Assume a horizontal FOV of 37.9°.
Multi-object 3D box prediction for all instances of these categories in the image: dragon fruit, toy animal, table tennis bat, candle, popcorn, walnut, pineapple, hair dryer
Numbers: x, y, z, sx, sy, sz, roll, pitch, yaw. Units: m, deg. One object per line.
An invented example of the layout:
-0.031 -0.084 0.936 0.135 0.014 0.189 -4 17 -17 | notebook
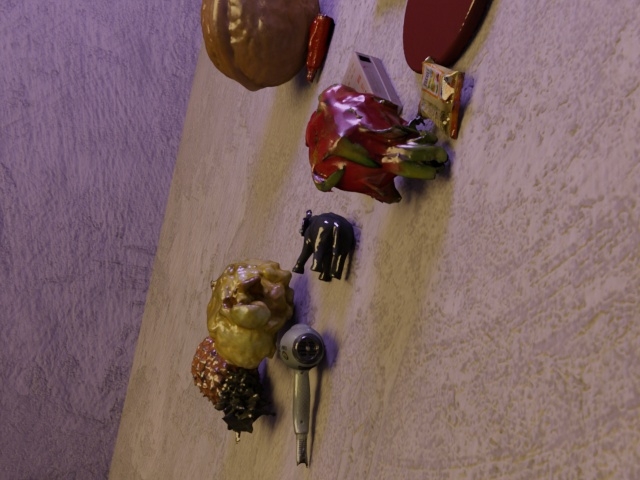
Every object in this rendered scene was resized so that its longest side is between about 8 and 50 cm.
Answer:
0.096 -0.162 1.557 0.200 0.269 0.198 -58 -36 -48 | dragon fruit
-0.003 0.009 1.853 0.269 0.082 0.137 -164 88 -74 | toy animal
0.228 -0.447 1.507 0.415 0.051 0.268 122 151 -48 | table tennis bat
-0.010 -0.444 2.158 0.048 0.053 0.162 -117 40 -68 | candle
-0.159 0.149 1.992 0.266 0.192 0.233 105 -171 -71 | popcorn
-0.144 -0.523 2.232 0.333 0.332 0.333 -169 90 -70 | walnut
-0.186 0.332 2.099 0.340 0.169 0.169 37 115 62 | pineapple
-0.049 0.285 1.860 0.229 0.092 0.267 -128 42 -74 | hair dryer

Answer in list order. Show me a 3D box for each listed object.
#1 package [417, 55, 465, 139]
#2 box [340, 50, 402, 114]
0.191 -0.229 1.487 0.121 0.031 0.108 -130 39 -59 | package
0.084 -0.253 1.781 0.201 0.058 0.141 -105 33 -53 | box
